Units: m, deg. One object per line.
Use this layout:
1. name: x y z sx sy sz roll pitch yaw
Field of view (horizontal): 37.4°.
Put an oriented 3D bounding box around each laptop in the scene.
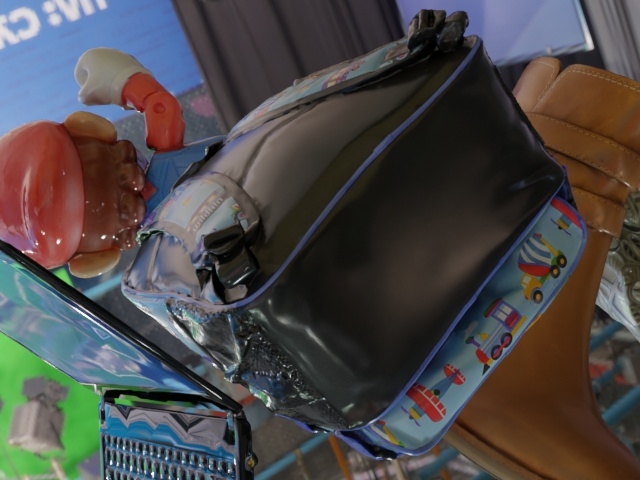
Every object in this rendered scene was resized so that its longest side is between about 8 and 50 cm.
1. laptop: -0.145 0.137 0.542 0.136 0.264 0.234 0 175 -30

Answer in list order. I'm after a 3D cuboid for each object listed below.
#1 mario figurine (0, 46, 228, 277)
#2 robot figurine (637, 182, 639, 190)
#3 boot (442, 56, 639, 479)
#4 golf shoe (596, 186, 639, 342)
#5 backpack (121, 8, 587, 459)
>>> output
1. mario figurine: -0.114 -0.043 0.781 0.320 0.170 0.198 0 -128 -6
2. robot figurine: 0.365 -0.063 0.869 0.128 0.158 0.219 11 -106 59
3. boot: 0.140 0.015 0.545 0.220 0.109 0.283 -53 -153 7
4. golf shoe: 0.223 0.030 0.673 0.069 0.176 0.086 -24 159 -13
5. backpack: 0.000 0.000 0.407 0.158 0.117 0.173 -49 -159 -22
